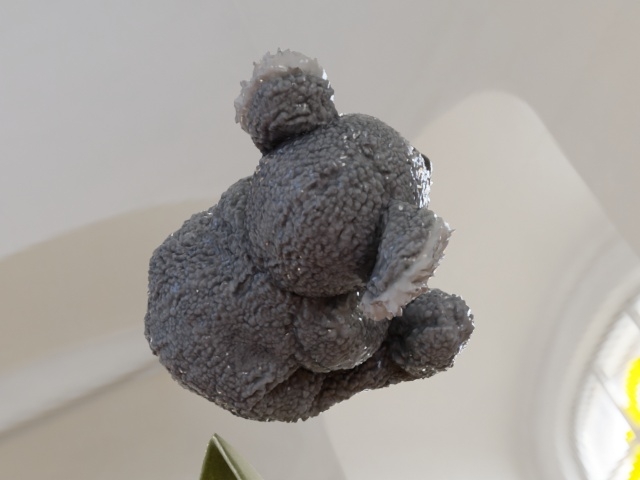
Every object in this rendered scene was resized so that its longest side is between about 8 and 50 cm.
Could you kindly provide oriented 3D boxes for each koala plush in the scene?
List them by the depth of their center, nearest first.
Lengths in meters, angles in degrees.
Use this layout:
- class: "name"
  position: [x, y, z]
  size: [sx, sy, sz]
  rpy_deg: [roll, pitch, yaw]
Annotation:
- class: "koala plush"
  position: [0.000, 0.000, 0.957]
  size: [0.203, 0.196, 0.221]
  rpy_deg: [-26, -15, -26]

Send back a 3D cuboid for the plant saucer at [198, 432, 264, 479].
- class: "plant saucer"
  position: [-0.050, 0.246, 1.012]
  size: [0.045, 0.188, 0.188]
  rpy_deg: [10, -79, -20]
